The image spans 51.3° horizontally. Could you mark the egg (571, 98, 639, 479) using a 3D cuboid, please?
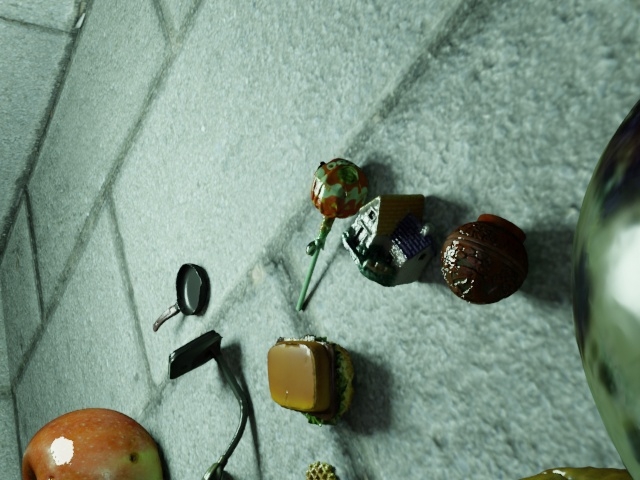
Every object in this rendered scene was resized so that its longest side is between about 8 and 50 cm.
[{"bbox_3d":[0.332,0.063,0.351,0.345,0.345,0.428,-44,64,43],"label":"egg"}]

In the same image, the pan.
[{"bbox_3d":[-0.305,0.137,1.456,0.212,0.040,0.115,-48,52,31],"label":"pan"}]

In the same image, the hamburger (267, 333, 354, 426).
[{"bbox_3d":[-0.012,0.210,1.018,0.166,0.087,0.137,-4,85,55],"label":"hamburger"}]

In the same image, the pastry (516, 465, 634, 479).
[{"bbox_3d":[0.240,0.374,0.565,0.356,0.164,0.356,-22,57,39],"label":"pastry"}]

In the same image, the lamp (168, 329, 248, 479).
[{"bbox_3d":[-0.210,0.339,1.284,0.203,0.125,0.283,114,140,-58],"label":"lamp"}]

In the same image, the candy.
[{"bbox_3d":[-0.001,-0.001,1.048,0.084,0.078,0.287,51,135,38],"label":"candy"}]

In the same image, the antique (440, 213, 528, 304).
[{"bbox_3d":[0.184,0.025,0.756,0.104,0.104,0.104,-5,83,53],"label":"antique"}]

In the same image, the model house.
[{"bbox_3d":[0.098,-0.006,0.884,0.100,0.088,0.100,58,132,33],"label":"model house"}]

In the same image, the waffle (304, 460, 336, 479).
[{"bbox_3d":[0.000,0.388,1.049,0.085,0.016,0.078,-6,78,53],"label":"waffle"}]

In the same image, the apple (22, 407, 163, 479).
[{"bbox_3d":[-0.522,0.560,1.524,0.348,0.277,0.348,-7,82,53],"label":"apple"}]
